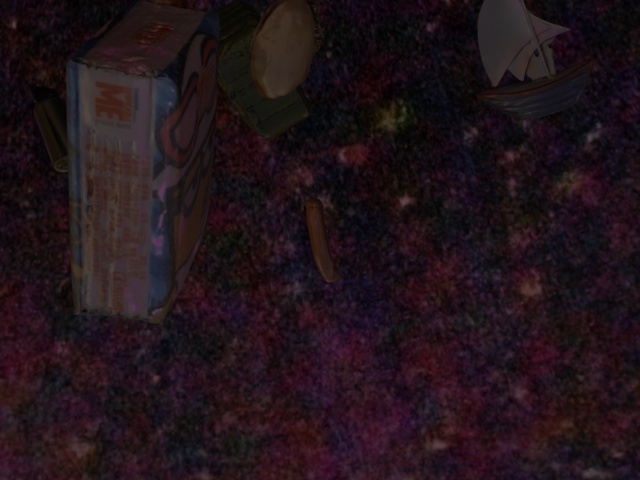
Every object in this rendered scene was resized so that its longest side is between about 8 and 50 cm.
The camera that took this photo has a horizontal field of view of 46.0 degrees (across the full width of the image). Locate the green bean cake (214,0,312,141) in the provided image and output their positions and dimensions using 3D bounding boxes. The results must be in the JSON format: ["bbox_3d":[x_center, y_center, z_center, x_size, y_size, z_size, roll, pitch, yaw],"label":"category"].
[{"bbox_3d":[-0.194,-0.457,2.062,0.218,0.335,0.319,-30,126,7],"label":"green bean cake"}]

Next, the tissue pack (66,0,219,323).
[{"bbox_3d":[-0.098,-0.045,0.435,0.065,0.115,0.155,10,123,-2],"label":"tissue pack"}]

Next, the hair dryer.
[{"bbox_3d":[-0.517,-0.251,1.687,0.078,0.195,0.248,-33,164,30],"label":"hair dryer"}]

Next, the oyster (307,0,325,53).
[{"bbox_3d":[-0.034,-0.473,1.692,0.103,0.148,0.051,-16,162,-7],"label":"oyster"}]

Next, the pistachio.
[{"bbox_3d":[-0.083,-0.408,1.602,0.144,0.144,0.215,8,98,-21],"label":"pistachio"}]

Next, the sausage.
[{"bbox_3d":[0.001,0.000,1.551,0.040,0.177,0.047,-14,178,37],"label":"sausage"}]

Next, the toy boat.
[{"bbox_3d":[0.365,-0.363,1.449,0.318,0.072,0.219,46,128,-4],"label":"toy boat"}]
